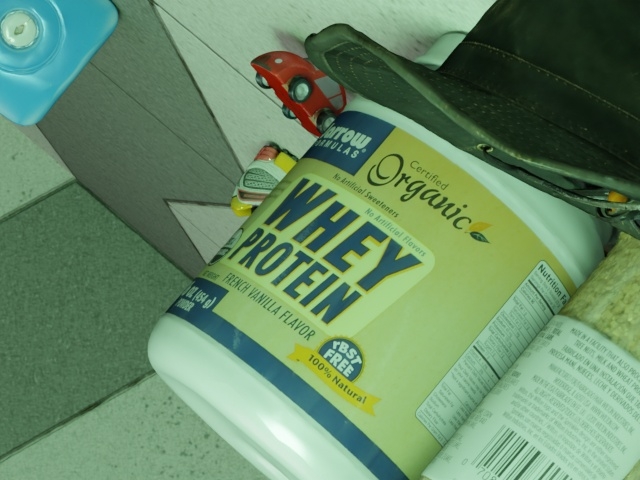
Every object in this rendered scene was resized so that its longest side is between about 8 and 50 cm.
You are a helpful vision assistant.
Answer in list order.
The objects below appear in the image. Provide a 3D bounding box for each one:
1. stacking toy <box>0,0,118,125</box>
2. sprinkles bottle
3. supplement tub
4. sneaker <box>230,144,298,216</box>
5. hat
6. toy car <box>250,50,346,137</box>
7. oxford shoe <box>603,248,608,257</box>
[{"bbox_3d":[-0.347,-0.260,2.087,0.166,0.175,0.302,39,-176,-18],"label":"stacking toy"},{"bbox_3d":[0.163,0.119,1.177,0.121,0.355,0.121,40,170,9],"label":"sprinkles bottle"},{"bbox_3d":[0.056,0.032,1.304,0.228,0.316,0.228,39,169,9],"label":"supplement tub"},{"bbox_3d":[0.000,0.000,1.986,0.225,0.093,0.088,38,169,10],"label":"sneaker"},{"bbox_3d":[0.164,-0.079,0.983,0.331,0.134,0.331,28,-177,-2],"label":"hat"},{"bbox_3d":[0.030,-0.081,1.664,0.239,0.053,0.225,42,170,-3],"label":"toy car"},{"bbox_3d":[0.160,-0.020,1.469,0.212,0.076,0.076,40,140,19],"label":"oxford shoe"}]
